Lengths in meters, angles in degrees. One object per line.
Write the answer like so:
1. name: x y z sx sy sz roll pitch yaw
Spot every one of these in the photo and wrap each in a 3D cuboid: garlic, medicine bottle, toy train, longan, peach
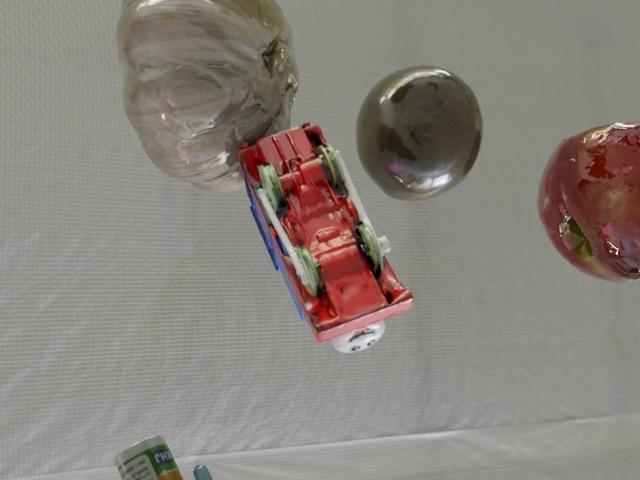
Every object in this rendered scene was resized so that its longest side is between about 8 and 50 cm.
1. garlic: -0.098 -0.154 0.790 0.152 0.228 0.227 -11 -92 16
2. medicine bottle: -0.144 0.317 0.911 0.092 0.061 0.220 -32 -109 8
3. toy train: 0.000 0.000 0.703 0.083 0.131 0.204 -19 -122 -10
4. longan: 0.127 -0.139 1.084 0.167 0.167 0.187 42 -134 -16
5. peach: 0.515 -0.087 1.289 0.338 0.281 0.281 -34 -81 -13
